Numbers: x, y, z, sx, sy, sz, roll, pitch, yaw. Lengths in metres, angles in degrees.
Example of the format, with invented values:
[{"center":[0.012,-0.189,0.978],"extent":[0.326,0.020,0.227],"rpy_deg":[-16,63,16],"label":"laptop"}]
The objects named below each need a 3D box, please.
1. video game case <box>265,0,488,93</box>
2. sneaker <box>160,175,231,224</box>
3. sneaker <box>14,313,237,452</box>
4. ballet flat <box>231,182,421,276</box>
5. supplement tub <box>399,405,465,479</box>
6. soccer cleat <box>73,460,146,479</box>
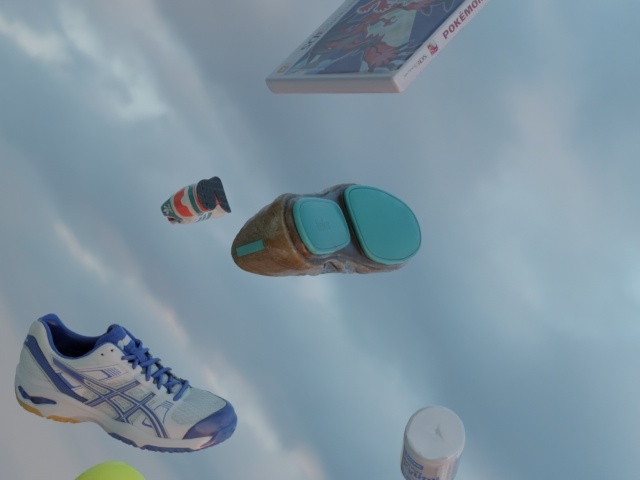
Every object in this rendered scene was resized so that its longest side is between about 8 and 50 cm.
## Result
[{"center":[0.063,-0.209,1.483],"extent":[0.201,0.183,0.023],"rpy_deg":[7,-43,51],"label":"video game case"},{"center":[-0.179,-0.053,2.108],"extent":[0.161,0.075,0.057],"rpy_deg":[-9,81,-80],"label":"sneaker"},{"center":[-0.247,0.179,1.907],"extent":[0.112,0.296,0.131],"rpy_deg":[-70,172,-70],"label":"sneaker"},{"center":[0.000,0.000,1.756],"extent":[0.342,0.124,0.116],"rpy_deg":[-9,79,-64],"label":"ballet flat"},{"center":[0.128,0.240,1.716],"extent":[0.071,0.071,0.107],"rpy_deg":[55,-15,24],"label":"supplement tub"},{"center":[-0.187,0.290,1.030],"extent":[0.093,0.289,0.121],"rpy_deg":[37,-18,-24],"label":"soccer cleat"}]
